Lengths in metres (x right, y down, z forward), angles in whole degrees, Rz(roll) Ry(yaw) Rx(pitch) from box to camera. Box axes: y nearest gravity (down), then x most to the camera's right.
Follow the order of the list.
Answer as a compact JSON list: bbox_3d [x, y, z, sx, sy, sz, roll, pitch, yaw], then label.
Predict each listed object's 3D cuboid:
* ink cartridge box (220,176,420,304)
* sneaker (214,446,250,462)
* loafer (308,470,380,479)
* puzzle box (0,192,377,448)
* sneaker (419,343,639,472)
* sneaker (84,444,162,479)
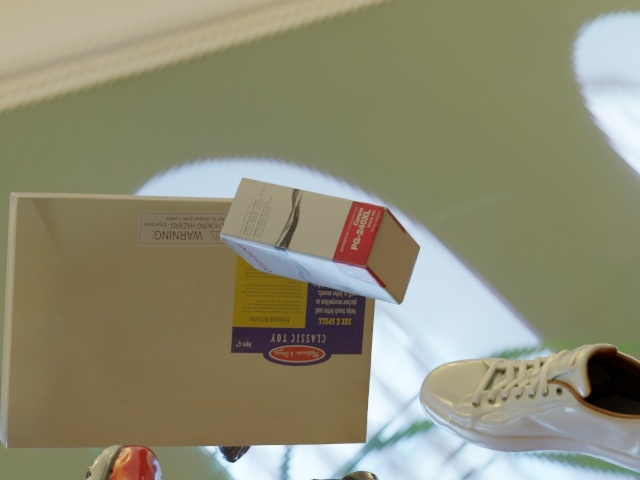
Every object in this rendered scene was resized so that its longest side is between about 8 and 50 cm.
[{"bbox_3d":[0.000,0.000,1.806,0.109,0.150,0.063,45,-119,-62],"label":"ink cartridge box"},{"bbox_3d":[-0.125,0.212,2.631,0.112,0.131,0.296,-54,-9,3],"label":"sneaker"},{"bbox_3d":[0.040,0.246,1.768,0.076,0.078,0.223,-27,5,-24],"label":"loafer"},{"bbox_3d":[-0.137,0.088,2.147,0.409,0.272,0.052,2,6,-19],"label":"puzzle box"},{"bbox_3d":[0.223,0.134,1.881,0.106,0.290,0.123,-58,-36,-39],"label":"sneaker"},{"bbox_3d":[-0.109,0.246,1.457,0.118,0.279,0.107,-14,-58,-1],"label":"sneaker"}]
